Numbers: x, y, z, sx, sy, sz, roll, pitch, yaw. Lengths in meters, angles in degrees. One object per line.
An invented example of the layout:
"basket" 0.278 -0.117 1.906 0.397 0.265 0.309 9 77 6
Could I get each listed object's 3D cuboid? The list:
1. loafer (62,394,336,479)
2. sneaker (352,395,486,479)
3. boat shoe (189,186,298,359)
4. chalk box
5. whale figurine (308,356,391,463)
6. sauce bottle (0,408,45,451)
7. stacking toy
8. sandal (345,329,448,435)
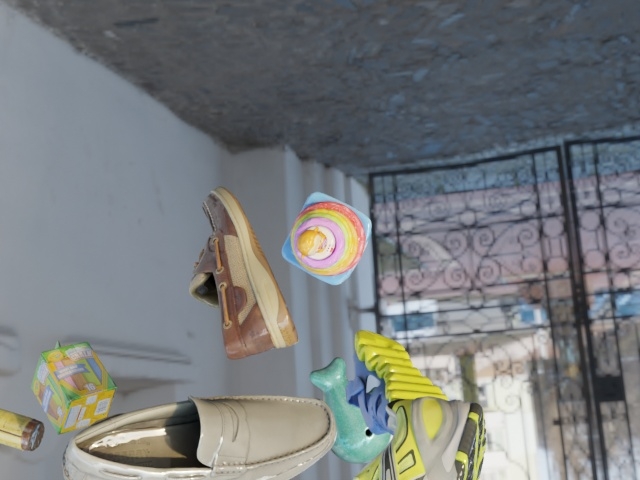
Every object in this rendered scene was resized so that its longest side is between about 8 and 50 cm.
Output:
"loafer" -0.129 0.232 0.982 0.320 0.112 0.111 -9 142 -20
"sneaker" 0.109 0.383 1.149 0.147 0.384 0.145 8 139 25
"boat shoe" -0.139 0.045 1.265 0.123 0.342 0.123 -24 135 -4
"chalk box" -0.618 0.343 2.109 0.132 0.213 0.132 -11 137 -43
"whale figurine" 0.077 0.436 2.181 0.216 0.272 0.141 -27 -176 -16
"sauce bottle" -0.409 0.227 1.072 0.128 0.042 0.042 16 172 12
"stacking toy" 0.000 0.000 1.750 0.166 0.175 0.302 28 -175 7
"sandal" 0.127 0.285 1.498 0.126 0.138 0.317 17 -165 -20
